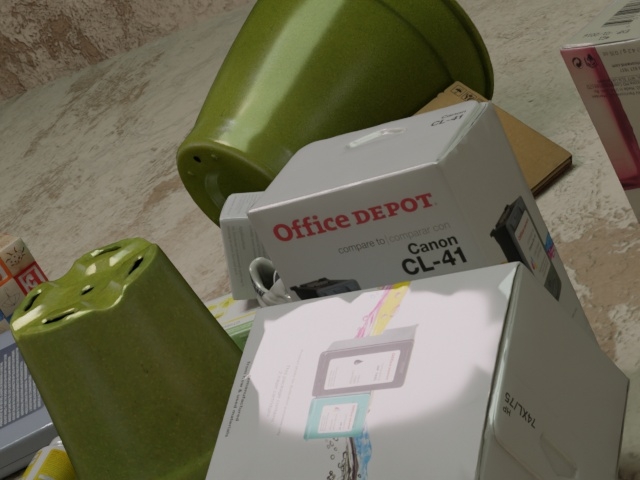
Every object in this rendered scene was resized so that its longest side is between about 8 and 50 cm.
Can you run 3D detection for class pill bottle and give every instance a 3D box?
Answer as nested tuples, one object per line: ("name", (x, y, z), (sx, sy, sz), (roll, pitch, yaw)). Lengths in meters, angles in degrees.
("pill bottle", (-0.311, 0.278, 1.707), (0.065, 0.065, 0.116), (-19, 23, 22))

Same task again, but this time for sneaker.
("sneaker", (0.002, 0.067, 1.693), (0.090, 0.095, 0.235), (-41, 25, -32))

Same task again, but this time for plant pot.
("plant pot", (-0.008, -0.169, 2.038), (0.366, 0.366, 0.353), (1, 46, 52))
("plant pot", (-0.199, 0.147, 1.608), (0.276, 0.254, 0.276), (-25, 21, 10))

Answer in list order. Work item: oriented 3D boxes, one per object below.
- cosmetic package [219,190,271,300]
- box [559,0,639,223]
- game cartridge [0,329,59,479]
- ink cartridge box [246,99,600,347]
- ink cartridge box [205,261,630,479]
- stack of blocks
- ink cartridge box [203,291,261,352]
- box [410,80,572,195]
("cosmetic package", (0.000, 0.000, 1.810), (0.231, 0.117, 0.085), (-4, 25, 8))
("box", (0.386, -0.150, 1.597), (0.148, 0.232, 0.127), (-41, 24, -30))
("game cartridge", (-0.411, 0.211, 1.960), (0.198, 0.062, 0.297), (-30, 28, 4))
("ink cartridge box", (0.103, 0.049, 1.382), (0.226, 0.306, 0.131), (-14, 25, 35))
("ink cartridge box", (0.083, 0.166, 1.212), (0.270, 0.198, 0.197), (-12, 49, 37))
("stack of blocks", (-0.519, 0.145, 2.130), (0.297, 0.171, 0.087), (-39, 23, -24))
("ink cartridge box", (-0.110, 0.091, 1.912), (0.171, 0.056, 0.235), (-20, 24, 22))
("box", (0.193, -0.109, 1.891), (0.164, 0.021, 0.201), (-39, 58, -23))
